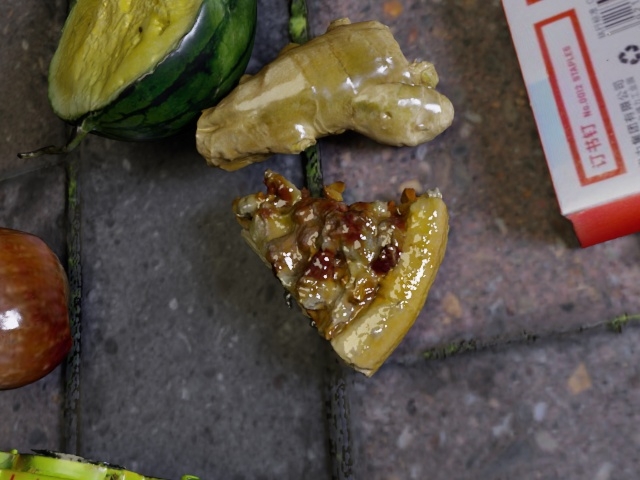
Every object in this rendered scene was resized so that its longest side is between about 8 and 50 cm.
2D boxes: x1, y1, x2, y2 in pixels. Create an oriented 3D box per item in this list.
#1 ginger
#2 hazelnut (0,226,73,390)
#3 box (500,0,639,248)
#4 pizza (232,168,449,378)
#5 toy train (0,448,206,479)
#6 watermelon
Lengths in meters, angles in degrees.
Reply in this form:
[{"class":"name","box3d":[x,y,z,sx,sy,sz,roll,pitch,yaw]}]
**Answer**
[{"class":"ginger","box3d":[-0.002,-0.122,0.711,0.205,0.081,0.115,-8,94,2]},{"class":"hazelnut","box3d":[-0.288,0.058,0.768,0.143,0.143,0.154,-37,63,10]},{"class":"box","box3d":[0.210,-0.121,0.640,0.122,0.050,0.229,-19,67,21]},{"class":"pizza","box3d":[-0.001,0.001,0.688,0.193,0.069,0.154,23,84,29]},{"class":"toy train","box3d":[-0.201,0.209,0.666,0.296,0.160,0.101,0,67,25]},{"class":"watermelon","box3d":[-0.135,-0.166,0.769,0.204,0.127,0.232,-6,63,38]}]
